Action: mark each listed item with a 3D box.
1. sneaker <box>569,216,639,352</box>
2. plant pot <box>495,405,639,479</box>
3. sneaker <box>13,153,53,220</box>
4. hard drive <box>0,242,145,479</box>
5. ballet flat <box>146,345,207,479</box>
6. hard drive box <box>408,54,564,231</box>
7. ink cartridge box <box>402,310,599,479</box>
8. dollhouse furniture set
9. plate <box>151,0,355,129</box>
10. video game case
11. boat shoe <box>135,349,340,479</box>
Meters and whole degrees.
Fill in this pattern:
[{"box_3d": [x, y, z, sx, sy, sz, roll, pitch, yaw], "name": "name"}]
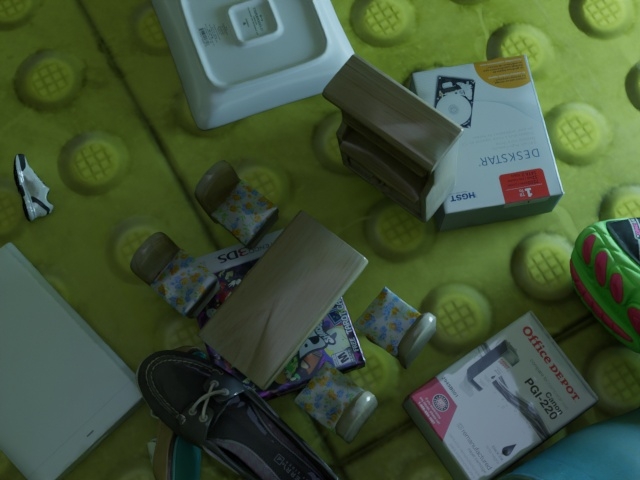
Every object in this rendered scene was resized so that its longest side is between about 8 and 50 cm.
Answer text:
[{"box_3d": [0.547, 0.139, 1.357, 0.202, 0.185, 0.483, -25, 64, -15], "name": "sneaker"}, {"box_3d": [0.400, 0.343, 1.282, 0.255, 0.271, 0.271, -32, 75, -25], "name": "plant pot"}, {"box_3d": [-0.435, -0.082, 1.511, 0.044, 0.040, 0.109, -15, 76, -23], "name": "sneaker"}, {"box_3d": [-0.417, 0.177, 1.424, 0.203, 0.040, 0.307, -43, 79, -13], "name": "hard drive"}, {"box_3d": [-0.204, 0.263, 1.395, 0.073, 0.080, 0.232, -5, 68, 27], "name": "ballet flat"}, {"box_3d": [0.245, -0.147, 1.513, 0.181, 0.089, 0.232, -11, 73, -4], "name": "hard drive box"}, {"box_3d": [0.249, 0.225, 1.395, 0.218, 0.092, 0.158, -33, 76, -12], "name": "ink cartridge box"}, {"box_3d": [0.000, 0.000, 1.308, 0.362, 0.256, 0.394, 37, 82, 14], "name": "dollhouse furniture set"}, {"box_3d": [-0.107, -0.340, 1.591, 0.278, 0.045, 0.277, -19, 74, -6], "name": "plate"}, {"box_3d": [-0.071, 0.107, 1.451, 0.210, 0.042, 0.232, -18, 74, -5], "name": "video game case"}, {"box_3d": [-0.097, 0.255, 1.333, 0.335, 0.095, 0.112, 41, 65, -6], "name": "boat shoe"}]
